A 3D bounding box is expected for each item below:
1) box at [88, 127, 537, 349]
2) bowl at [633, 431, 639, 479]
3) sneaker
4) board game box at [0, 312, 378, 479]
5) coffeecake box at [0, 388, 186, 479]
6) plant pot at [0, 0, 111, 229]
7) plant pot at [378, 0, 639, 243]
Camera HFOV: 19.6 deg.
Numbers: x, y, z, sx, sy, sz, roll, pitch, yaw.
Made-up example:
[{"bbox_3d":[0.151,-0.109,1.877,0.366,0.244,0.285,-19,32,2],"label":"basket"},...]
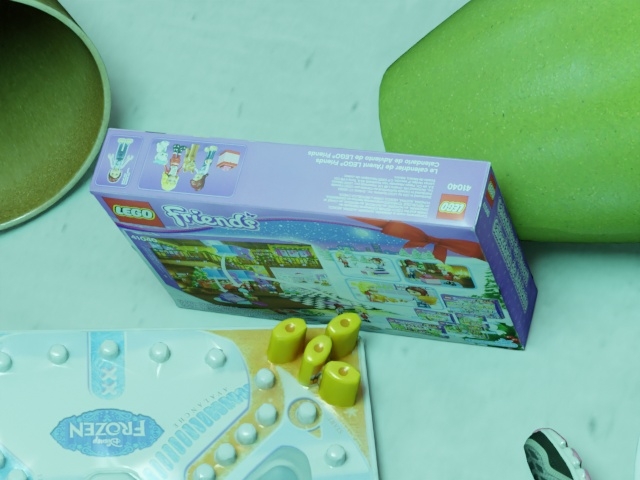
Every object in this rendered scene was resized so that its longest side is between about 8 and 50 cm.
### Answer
[{"bbox_3d":[0.000,0.000,1.372,0.293,0.201,0.057,6,65,20],"label":"box"},{"bbox_3d":[0.365,0.178,1.185,0.312,0.163,0.311,-7,61,13],"label":"bowl"},{"bbox_3d":[0.162,0.212,1.287,0.075,0.063,0.170,-17,64,1],"label":"sneaker"},{"bbox_3d":[-0.144,0.219,1.287,0.390,0.050,0.390,0,56,-8],"label":"board game box"},{"bbox_3d":[-0.209,0.162,1.395,0.186,0.068,0.142,-15,57,-14],"label":"coffeecake box"},{"bbox_3d":[-0.326,-0.172,1.569,0.237,0.237,0.254,-30,45,0],"label":"plant pot"},{"bbox_3d":[0.202,-0.109,1.356,0.294,0.275,0.274,-15,58,26],"label":"plant pot"}]
